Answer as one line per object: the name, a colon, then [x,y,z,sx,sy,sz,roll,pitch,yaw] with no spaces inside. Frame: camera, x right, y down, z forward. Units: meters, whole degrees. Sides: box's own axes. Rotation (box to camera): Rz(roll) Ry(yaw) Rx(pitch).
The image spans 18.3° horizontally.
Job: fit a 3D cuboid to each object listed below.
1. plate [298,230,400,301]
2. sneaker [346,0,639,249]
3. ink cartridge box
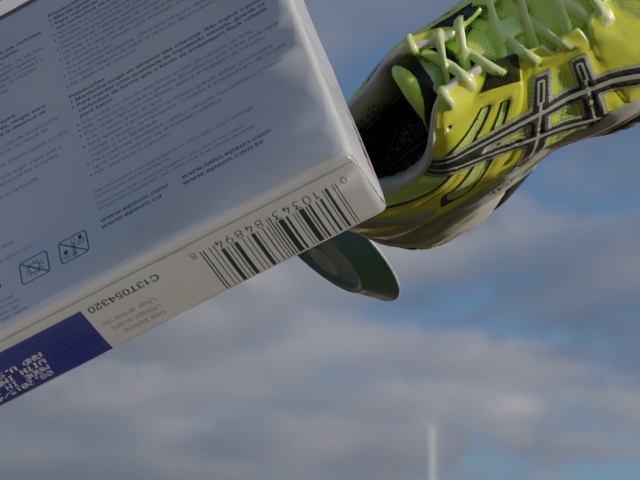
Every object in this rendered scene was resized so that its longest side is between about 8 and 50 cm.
plate: [0.000,0.000,1.939,0.188,0.024,0.188,38,-17,13]
sneaker: [0.141,-0.122,1.426,0.384,0.145,0.147,-44,-25,25]
ink cartridge box: [-0.151,-0.072,1.292,0.324,0.330,0.071,-27,-44,8]
